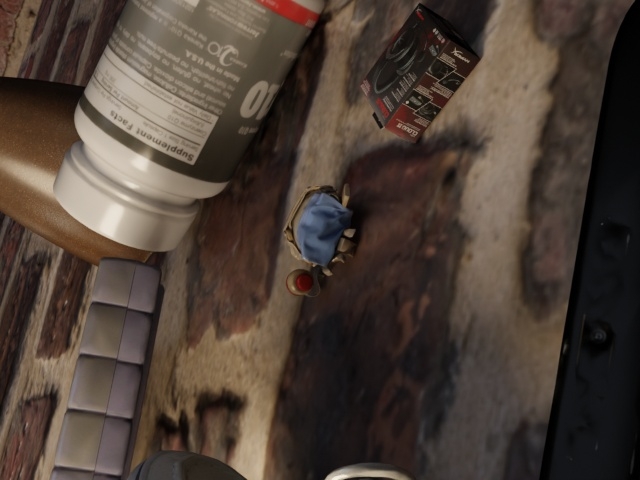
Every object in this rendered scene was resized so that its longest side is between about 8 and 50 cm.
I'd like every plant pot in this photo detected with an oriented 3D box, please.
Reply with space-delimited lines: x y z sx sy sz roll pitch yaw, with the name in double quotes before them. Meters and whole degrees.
"plant pot" -0.302 -0.093 0.952 0.215 0.230 0.215 -34 46 44

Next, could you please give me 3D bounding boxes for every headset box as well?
"headset box" 0.066 -0.115 0.586 0.083 0.032 0.062 -51 35 25

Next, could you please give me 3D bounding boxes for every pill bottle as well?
"pill bottle" -0.130 -0.142 0.781 0.283 0.161 0.161 -59 32 16

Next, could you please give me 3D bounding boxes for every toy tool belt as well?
"toy tool belt" 0.000 0.000 0.601 0.051 0.052 0.083 -4 69 65

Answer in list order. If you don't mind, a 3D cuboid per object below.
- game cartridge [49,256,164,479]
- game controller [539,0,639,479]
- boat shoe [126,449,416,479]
"game cartridge" -0.191 0.169 0.698 0.355 0.068 0.230 131 153 -64
"game controller" 0.165 0.044 0.271 0.166 0.067 0.319 3 74 38
"boat shoe" 0.009 0.173 0.404 0.367 0.135 0.157 34 102 55
